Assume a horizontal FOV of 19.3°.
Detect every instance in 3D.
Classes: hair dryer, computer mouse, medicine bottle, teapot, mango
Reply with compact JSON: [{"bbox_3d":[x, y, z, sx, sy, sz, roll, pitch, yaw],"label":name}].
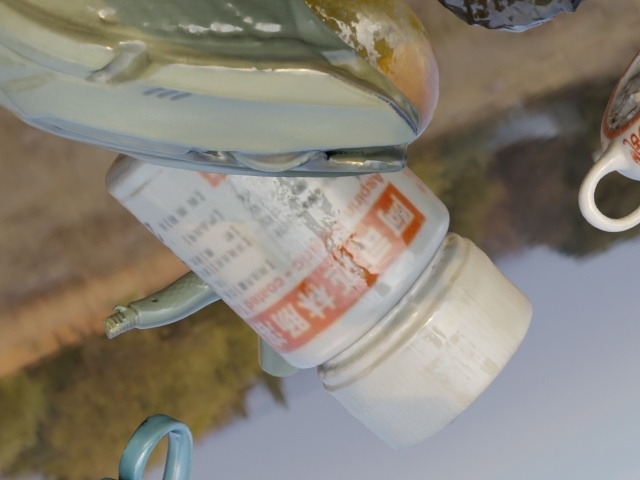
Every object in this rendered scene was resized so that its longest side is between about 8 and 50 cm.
[{"bbox_3d":[-0.094,0.082,2.212,0.298,0.119,0.296,-37,144,-10],"label":"hair dryer"},{"bbox_3d":[-0.139,-0.132,1.318,0.228,0.429,0.145,109,5,-76],"label":"computer mouse"},{"bbox_3d":[0.000,0.000,1.725,0.211,0.371,0.211,-44,-170,10],"label":"medicine bottle"},{"bbox_3d":[0.295,-0.113,1.594,0.245,0.116,0.159,-60,-157,-17],"label":"teapot"},{"bbox_3d":[-0.020,-0.201,1.849,0.192,0.316,0.146,-32,-149,45],"label":"mango"}]

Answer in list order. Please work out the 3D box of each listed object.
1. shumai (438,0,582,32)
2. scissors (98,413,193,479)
[{"bbox_3d":[0.203,-0.323,1.308,0.283,0.217,0.346,-40,159,-42],"label":"shumai"},{"bbox_3d":[-0.115,0.227,1.181,0.125,0.030,0.256,-49,148,-42],"label":"scissors"}]
